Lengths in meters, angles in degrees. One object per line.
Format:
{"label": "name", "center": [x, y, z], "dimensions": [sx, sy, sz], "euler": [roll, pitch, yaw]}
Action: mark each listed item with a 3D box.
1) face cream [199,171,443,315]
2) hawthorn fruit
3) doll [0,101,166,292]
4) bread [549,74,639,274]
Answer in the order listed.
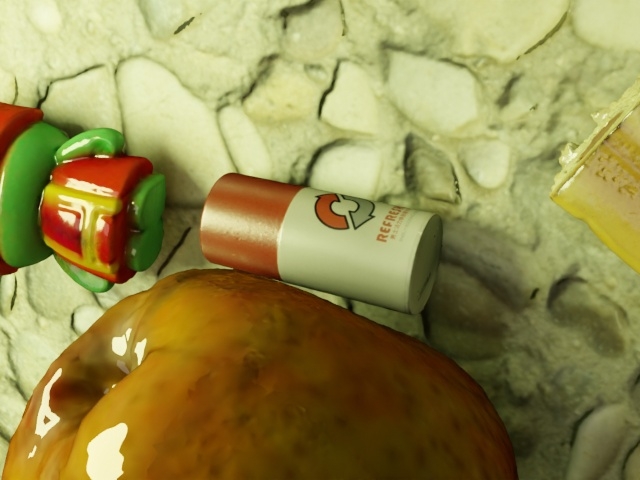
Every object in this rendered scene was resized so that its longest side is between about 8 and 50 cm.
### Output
{"label": "face cream", "center": [0.000, 0.000, 0.919], "dimensions": [0.214, 0.096, 0.095], "euler": [13, 119, 20]}
{"label": "hawthorn fruit", "center": [-0.054, 0.236, 0.875], "dimensions": [0.472, 0.472, 0.471], "euler": [11, 118, 21]}
{"label": "doll", "center": [-0.340, -0.057, 1.017], "dimensions": [0.363, 0.160, 0.182], "euler": [18, 121, 17]}
{"label": "bread", "center": [0.280, -0.040, 0.771], "dimensions": [0.173, 0.085, 0.134], "euler": [42, 121, 4]}
